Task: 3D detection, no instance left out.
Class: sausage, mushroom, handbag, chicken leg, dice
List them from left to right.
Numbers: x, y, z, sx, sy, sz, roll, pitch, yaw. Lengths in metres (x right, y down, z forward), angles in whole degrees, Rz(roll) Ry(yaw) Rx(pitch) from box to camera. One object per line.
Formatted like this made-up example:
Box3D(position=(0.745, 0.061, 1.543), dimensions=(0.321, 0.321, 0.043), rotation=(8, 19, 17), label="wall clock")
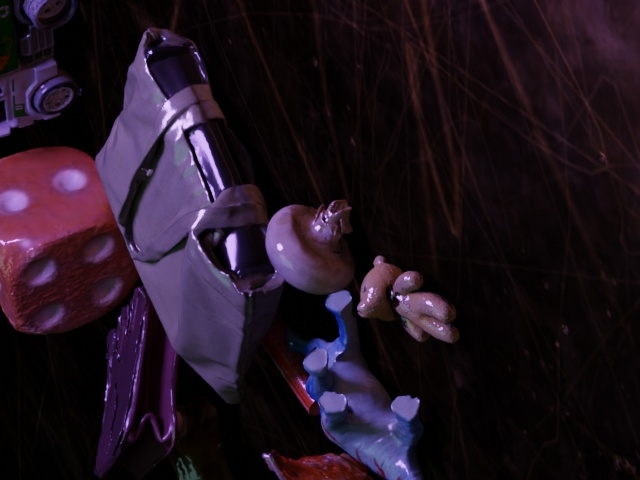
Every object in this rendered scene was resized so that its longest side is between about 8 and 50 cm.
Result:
Box3D(position=(-0.335, -0.003, 1.906), dimensions=(0.175, 0.179, 0.174), rotation=(54, 158, 40), label="dice")
Box3D(position=(-0.212, 0.168, 1.818), dimensions=(0.203, 0.074, 0.216), rotation=(130, 148, -60), label="handbag")
Box3D(position=(-0.128, -0.019, 1.468), dimensions=(0.316, 0.109, 0.253), rotation=(67, 156, 18), label="handbag")
Box3D(position=(-0.123, 0.390, 1.888), dimensions=(0.211, 0.140, 0.361), rotation=(-40, 63, 46), label="chicken leg")
Box3D(position=(-0.030, 0.113, 1.487), dimensions=(0.129, 0.034, 0.034), rotation=(53, 156, 31), label="sausage")
Box3D(position=(0.000, 0.000, 1.257), dimensions=(0.079, 0.085, 0.085), rotation=(-44, 65, 24), label="mushroom")

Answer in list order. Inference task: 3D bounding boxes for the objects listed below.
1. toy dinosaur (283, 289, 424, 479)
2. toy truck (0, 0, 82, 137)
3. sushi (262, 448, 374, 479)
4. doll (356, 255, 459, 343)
Box3D(position=(0.030, 0.141, 1.319), dimensions=(0.329, 0.076, 0.144), rotation=(50, 161, 42), label="toy dinosaur")
Box3D(position=(-0.387, -0.273, 1.739), dimensions=(0.176, 0.178, 0.363), rotation=(55, 159, 27), label="toy truck")
Box3D(position=(0.017, 0.318, 1.460), dimensions=(0.124, 0.130, 0.332), rotation=(45, 152, 43), label="sushi")
Box3D(position=(0.071, 0.045, 1.180), dimensions=(0.093, 0.051, 0.061), rotation=(10, 126, 31), label="doll")
